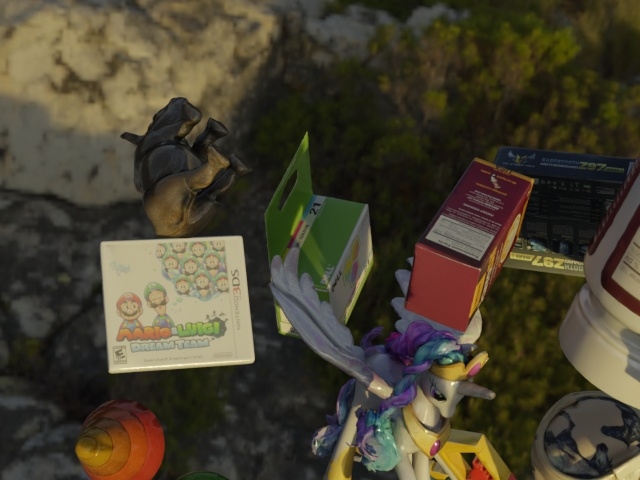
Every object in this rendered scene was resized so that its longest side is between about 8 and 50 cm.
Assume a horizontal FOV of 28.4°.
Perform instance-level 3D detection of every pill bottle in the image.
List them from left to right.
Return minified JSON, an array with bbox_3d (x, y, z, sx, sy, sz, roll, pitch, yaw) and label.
[{"bbox_3d":[0.441,-0.006,1.443,0.224,0.392,0.224,18,28,-10],"label":"pill bottle"}]

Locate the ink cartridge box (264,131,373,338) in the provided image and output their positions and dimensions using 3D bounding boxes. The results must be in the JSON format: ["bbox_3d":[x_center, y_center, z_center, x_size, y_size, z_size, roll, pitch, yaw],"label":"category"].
[{"bbox_3d":[0.000,0.000,1.867,0.097,0.255,0.189,12,48,16],"label":"ink cartridge box"}]

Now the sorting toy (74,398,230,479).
[{"bbox_3d":[-0.182,0.334,1.555,0.365,0.127,0.126,39,3,16],"label":"sorting toy"}]

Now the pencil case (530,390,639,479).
[{"bbox_3d":[0.397,0.398,1.816,0.160,0.410,0.183,-31,44,-21],"label":"pencil case"}]

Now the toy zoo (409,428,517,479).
[{"bbox_3d":[0.239,0.395,2.065,0.192,0.293,0.030,-9,35,47],"label":"toy zoo"}]

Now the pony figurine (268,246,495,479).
[{"bbox_3d":[0.095,0.191,1.692,0.302,0.363,0.351,-6,41,-28],"label":"pony figurine"}]

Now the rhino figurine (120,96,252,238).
[{"bbox_3d":[-0.145,-0.082,1.253,0.073,0.106,0.243,36,11,-30],"label":"rhino figurine"}]

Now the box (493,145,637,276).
[{"bbox_3d":[0.355,-0.033,1.731,0.232,0.183,0.059,7,43,19],"label":"box"}]

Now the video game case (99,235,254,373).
[{"bbox_3d":[-0.155,0.067,1.364,0.157,0.019,0.143,-3,74,-14],"label":"video game case"}]

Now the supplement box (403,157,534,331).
[{"bbox_3d":[0.174,0.002,1.476,0.080,0.104,0.188,22,44,15],"label":"supplement box"}]
